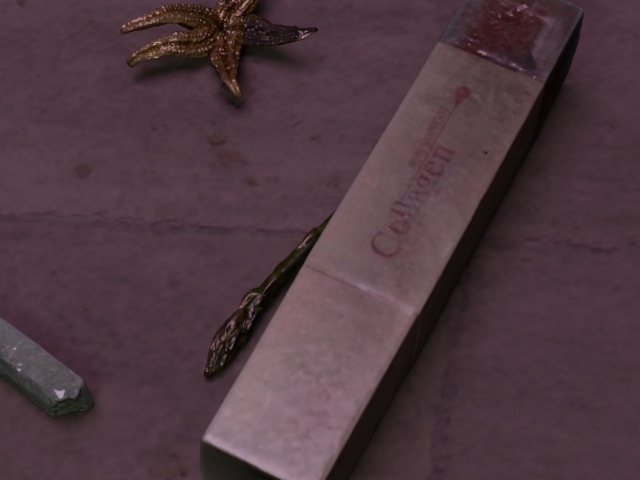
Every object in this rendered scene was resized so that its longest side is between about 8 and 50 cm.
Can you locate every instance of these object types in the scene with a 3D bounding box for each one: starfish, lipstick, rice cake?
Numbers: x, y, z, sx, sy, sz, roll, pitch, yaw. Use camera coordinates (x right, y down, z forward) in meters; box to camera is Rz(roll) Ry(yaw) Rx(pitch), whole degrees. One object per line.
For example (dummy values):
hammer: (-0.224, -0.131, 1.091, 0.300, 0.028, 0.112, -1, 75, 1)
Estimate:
starfish: (-0.060, -0.157, 1.110, 0.133, 0.041, 0.130, 19, 67, 15)
lipstick: (0.050, -0.002, 0.943, 0.076, 0.080, 0.371, 25, 61, 11)
rice cake: (-0.206, 0.060, 0.977, 0.170, 0.033, 0.029, 30, 60, 29)

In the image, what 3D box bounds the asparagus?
asparagus: (0.000, 0.000, 0.996, 0.233, 0.023, 0.022, -47, 15, -24)
